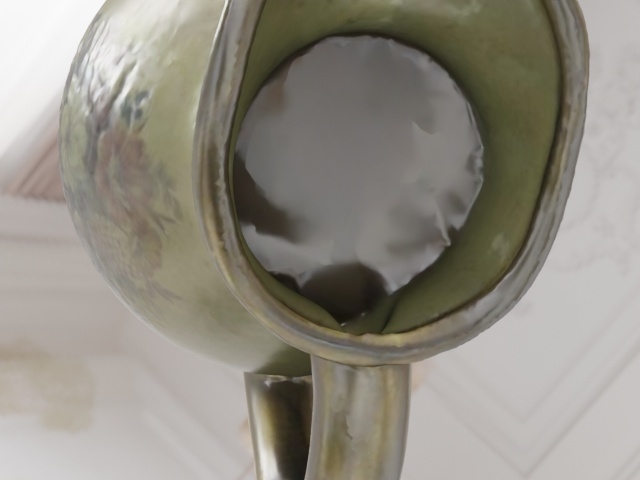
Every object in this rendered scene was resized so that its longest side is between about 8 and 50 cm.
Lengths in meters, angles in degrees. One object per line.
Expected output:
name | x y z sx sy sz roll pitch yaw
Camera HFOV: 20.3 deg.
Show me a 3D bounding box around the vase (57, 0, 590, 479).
vase | 0.000 0.000 0.885 0.240 0.329 0.302 -2 -173 -16
